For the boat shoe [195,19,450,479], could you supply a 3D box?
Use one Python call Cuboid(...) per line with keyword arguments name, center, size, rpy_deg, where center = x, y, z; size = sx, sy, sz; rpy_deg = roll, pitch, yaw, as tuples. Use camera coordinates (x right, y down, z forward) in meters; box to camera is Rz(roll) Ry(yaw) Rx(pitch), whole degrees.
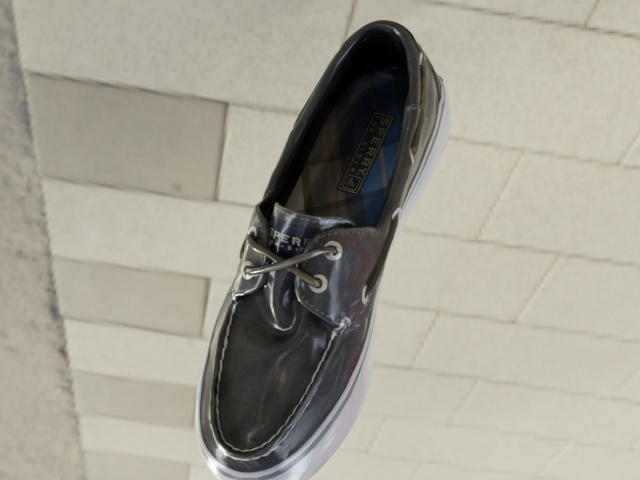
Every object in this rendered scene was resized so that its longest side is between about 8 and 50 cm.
Cuboid(name="boat shoe", center=(0.000, 0.000, 0.546), size=(0.080, 0.228, 0.076), rpy_deg=(18, 159, 23))
